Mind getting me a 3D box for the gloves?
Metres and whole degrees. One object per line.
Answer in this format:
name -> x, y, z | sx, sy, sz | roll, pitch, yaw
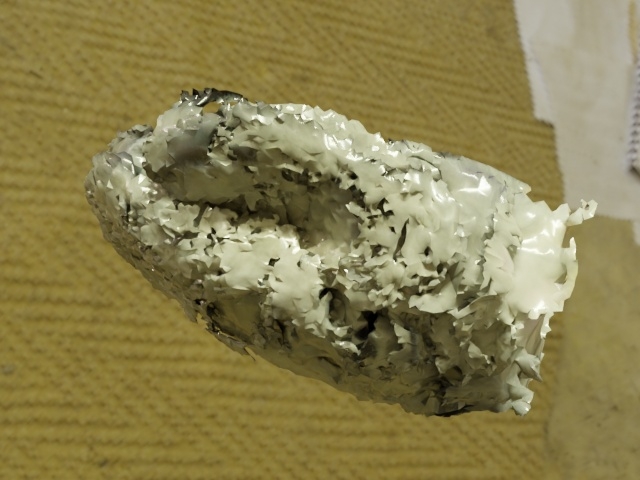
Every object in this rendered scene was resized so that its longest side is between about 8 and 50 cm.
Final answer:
gloves -> -0.001, 0.004, 0.358 | 0.153, 0.114, 0.070 | 21, 76, 13
